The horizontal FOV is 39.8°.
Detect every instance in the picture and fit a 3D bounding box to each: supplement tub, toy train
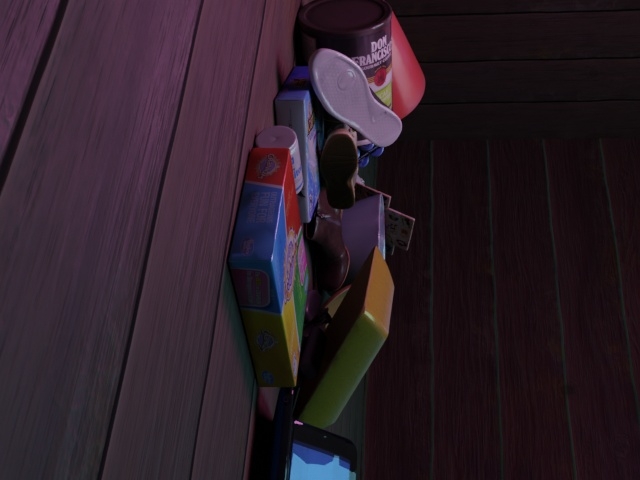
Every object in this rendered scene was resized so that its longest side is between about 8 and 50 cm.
[{"bbox_3d":[-0.067,-0.127,1.459,0.107,0.071,0.071,82,11,-48],"label":"supplement tub"},{"bbox_3d":[0.081,-0.241,2.287,0.080,0.184,0.105,23,38,-57],"label":"toy train"}]

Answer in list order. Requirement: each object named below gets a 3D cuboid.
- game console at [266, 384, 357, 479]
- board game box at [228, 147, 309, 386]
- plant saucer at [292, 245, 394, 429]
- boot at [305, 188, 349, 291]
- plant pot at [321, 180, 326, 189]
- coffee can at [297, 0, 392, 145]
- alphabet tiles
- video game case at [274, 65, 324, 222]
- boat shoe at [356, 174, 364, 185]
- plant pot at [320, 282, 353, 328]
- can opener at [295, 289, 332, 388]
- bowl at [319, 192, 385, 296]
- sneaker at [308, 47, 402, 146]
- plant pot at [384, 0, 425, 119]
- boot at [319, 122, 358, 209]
[{"bbox_3d":[-0.008,0.425,1.488,0.250,0.173,0.293,104,-8,-56],"label":"game console"},{"bbox_3d":[-0.075,0.048,1.418,0.316,0.064,0.242,83,10,-47],"label":"board game box"},{"bbox_3d":[0.058,0.215,1.825,0.332,0.081,0.332,-61,-176,23],"label":"plant saucer"},{"bbox_3d":[0.000,0.000,2.081,0.207,0.090,0.248,2,90,-71],"label":"boot"},{"bbox_3d":[0.017,-0.163,2.163,0.083,0.083,0.079,78,1,-60],"label":"plant pot"},{"bbox_3d":[0.060,-0.375,1.954,0.201,0.202,0.275,-81,169,-51],"label":"coffee can"},{"bbox_3d":[0.144,-0.061,2.444,0.009,0.237,0.198,-50,157,-42],"label":"alphabet tiles"},{"bbox_3d":[-0.035,-0.198,1.761,0.269,0.061,0.244,-75,163,-65],"label":"video game case"},{"bbox_3d":[0.097,-0.158,2.729,0.267,0.088,0.096,-80,168,-53],"label":"boat shoe"},{"bbox_3d":[0.068,0.187,2.139,0.032,0.236,0.236,47,-25,39],"label":"plant pot"},{"bbox_3d":[-0.033,0.202,1.830,0.093,0.074,0.280,51,19,-17],"label":"can opener"},{"bbox_3d":[0.082,0.032,2.304,0.311,0.163,0.311,1,90,-83],"label":"bowl"},{"bbox_3d":[0.037,-0.299,1.766,0.147,0.104,0.296,43,4,42],"label":"sneaker"},{"bbox_3d":[0.106,-0.452,2.198,0.243,0.275,0.275,67,22,-47],"label":"plant pot"},{"bbox_3d":[0.042,-0.191,1.839,0.213,0.077,0.165,85,6,-51],"label":"boot"}]
